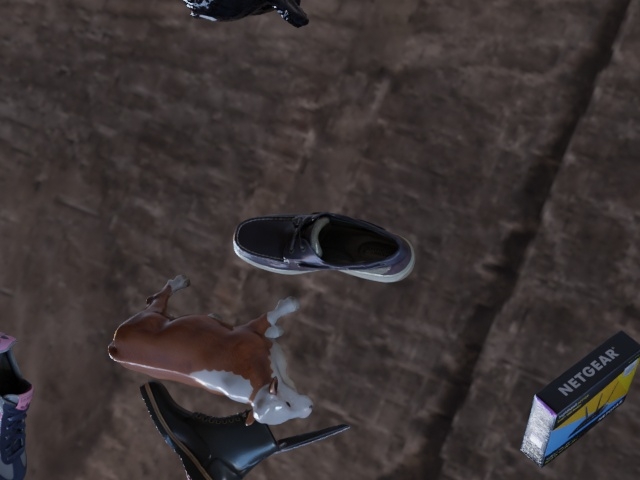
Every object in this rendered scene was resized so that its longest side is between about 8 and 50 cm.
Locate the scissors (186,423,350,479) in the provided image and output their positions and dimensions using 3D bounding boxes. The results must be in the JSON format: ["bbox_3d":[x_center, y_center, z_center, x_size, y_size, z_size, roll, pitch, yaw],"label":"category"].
[{"bbox_3d":[-0.088,0.340,1.796,0.297,0.109,0.021,-8,134,34],"label":"scissors"}]

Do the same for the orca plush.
[{"bbox_3d":[-0.059,-0.274,1.314,0.102,0.151,0.287,53,-166,4],"label":"orca plush"}]

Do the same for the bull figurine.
[{"bbox_3d":[-0.135,0.148,1.554,0.310,0.101,0.188,14,-144,21],"label":"bull figurine"}]

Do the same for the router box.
[{"bbox_3d":[0.359,0.218,1.568,0.046,0.179,0.133,41,149,31],"label":"router box"}]

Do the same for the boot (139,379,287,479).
[{"bbox_3d":[-0.155,0.255,1.628,0.198,0.137,0.077,56,177,-6],"label":"boot"}]

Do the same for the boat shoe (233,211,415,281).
[{"bbox_3d":[0.000,0.000,1.717,0.285,0.103,0.092,10,161,14],"label":"boat shoe"}]

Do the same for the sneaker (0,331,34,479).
[{"bbox_3d":[-0.550,0.300,1.971,0.131,0.319,0.112,-2,-154,21],"label":"sneaker"}]
